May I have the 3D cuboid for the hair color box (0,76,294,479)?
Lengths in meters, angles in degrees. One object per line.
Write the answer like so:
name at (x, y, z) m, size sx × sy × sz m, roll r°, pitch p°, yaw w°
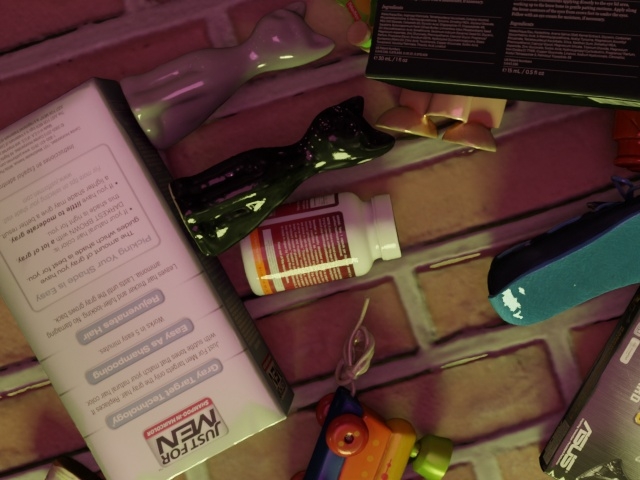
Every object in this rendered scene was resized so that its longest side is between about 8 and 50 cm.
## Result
hair color box at (-0.198, 0.047, 1.358) m, size 0.185 × 0.113 × 0.374 m, roll -29°, pitch 92°, yaw 5°

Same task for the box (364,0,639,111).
box at (0.185, -0.215, 1.194) m, size 0.261 × 0.103 × 0.184 m, roll 10°, pitch 94°, yaw 31°

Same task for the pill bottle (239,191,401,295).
pill bottle at (0.000, 0.000, 1.357) m, size 0.152 × 0.086 × 0.086 m, roll -11°, pitch 94°, yaw 4°

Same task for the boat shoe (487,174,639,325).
boat shoe at (0.278, -0.010, 1.333) m, size 0.258 × 0.089 × 0.109 m, roll -18°, pitch 125°, yaw 7°

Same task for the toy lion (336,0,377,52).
toy lion at (0.055, -0.247, 1.335) m, size 0.096 × 0.034 × 0.100 m, roll -37°, pitch 62°, yaw 22°

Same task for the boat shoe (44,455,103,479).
boat shoe at (-0.227, 0.277, 1.413) m, size 0.135 × 0.050 × 0.045 m, roll 37°, pitch 99°, yaw 9°

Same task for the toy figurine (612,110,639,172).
toy figurine at (0.380, -0.141, 1.267) m, size 0.213 × 0.209 × 0.148 m, roll 7°, pitch 83°, yaw 4°

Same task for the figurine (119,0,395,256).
figurine at (-0.062, -0.121, 1.327) m, size 0.209 × 0.092 × 0.215 m, roll -27°, pitch 64°, yaw -1°

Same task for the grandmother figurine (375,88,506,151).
grandmother figurine at (0.163, -0.262, 1.320) m, size 0.208 × 0.104 × 0.342 m, roll 12°, pitch 96°, yaw 7°

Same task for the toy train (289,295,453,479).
toy train at (0.069, 0.194, 1.369) m, size 0.143 × 0.105 × 0.248 m, roll 19°, pitch 95°, yaw -9°

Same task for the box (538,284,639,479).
box at (0.353, 0.172, 1.371) m, size 0.183 × 0.056 × 0.231 m, roll 30°, pitch 96°, yaw 0°
